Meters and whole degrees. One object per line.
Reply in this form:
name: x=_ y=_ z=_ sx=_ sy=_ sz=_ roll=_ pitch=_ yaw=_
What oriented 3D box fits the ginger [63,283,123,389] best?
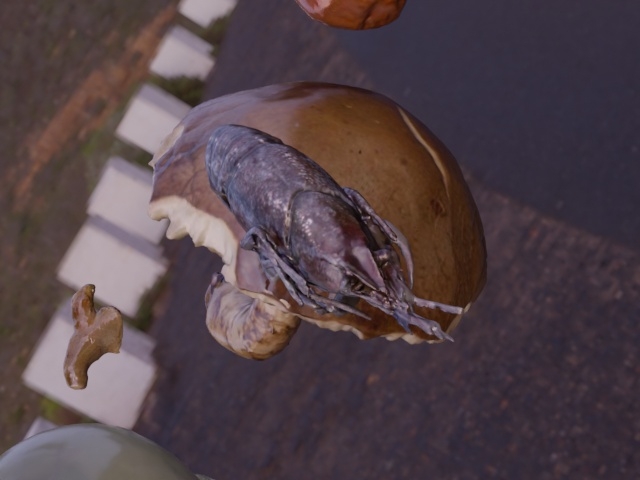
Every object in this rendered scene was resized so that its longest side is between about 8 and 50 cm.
ginger: x=-0.195 y=0.085 z=1.171 sx=0.030 sy=0.048 sz=0.097 roll=110 pitch=164 yaw=-65

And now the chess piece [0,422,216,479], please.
chess piece: x=-0.070 y=0.197 z=0.719 sx=0.182 sy=0.182 sz=0.330 roll=-62 pitch=-32 yaw=-18

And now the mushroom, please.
mushroom: x=0.009 y=0.018 z=0.955 sx=0.301 sy=0.208 sz=0.233 roll=74 pitch=174 yaw=-57

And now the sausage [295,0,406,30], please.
sausage: x=-0.013 y=-0.285 z=1.106 sx=0.114 sy=0.259 sz=0.113 roll=-29 pitch=-13 yaw=-7

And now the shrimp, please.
shrimp: x=0.000 y=0.000 z=0.580 sx=0.057 sy=0.165 sz=0.065 roll=-37 pitch=-34 yaw=-9
